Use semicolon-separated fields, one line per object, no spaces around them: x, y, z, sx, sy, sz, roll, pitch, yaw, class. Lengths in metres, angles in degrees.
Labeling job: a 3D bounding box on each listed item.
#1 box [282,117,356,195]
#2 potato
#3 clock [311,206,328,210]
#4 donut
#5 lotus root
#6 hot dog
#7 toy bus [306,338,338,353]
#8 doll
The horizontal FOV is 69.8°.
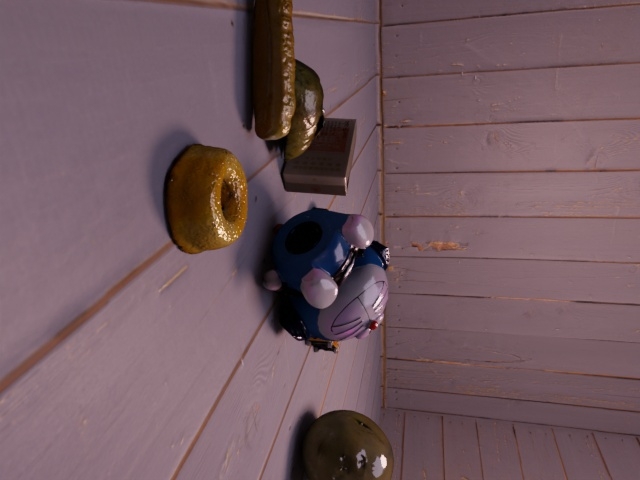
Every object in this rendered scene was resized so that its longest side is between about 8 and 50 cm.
0.004;-0.192;1.025;0.058;0.141;0.201;84;15;-50;box
0.077;0.577;1.224;0.221;0.243;0.326;-61;155;-9;potato
0.000;0.000;1.254;0.184;0.040;0.184;1;90;-77;clock
-0.140;-0.054;0.600;0.152;0.058;0.152;0;90;-79;donut
-0.029;-0.252;0.904;0.203;0.078;0.183;103;-7;-54;lotus root
-0.076;-0.314;0.775;0.061;0.088;0.286;-3;99;-40;hot dog
0.009;0.266;1.266;0.162;0.069;0.074;65;28;-66;toy bus
0.024;0.083;0.967;0.284;0.240;0.310;-44;137;-10;doll
